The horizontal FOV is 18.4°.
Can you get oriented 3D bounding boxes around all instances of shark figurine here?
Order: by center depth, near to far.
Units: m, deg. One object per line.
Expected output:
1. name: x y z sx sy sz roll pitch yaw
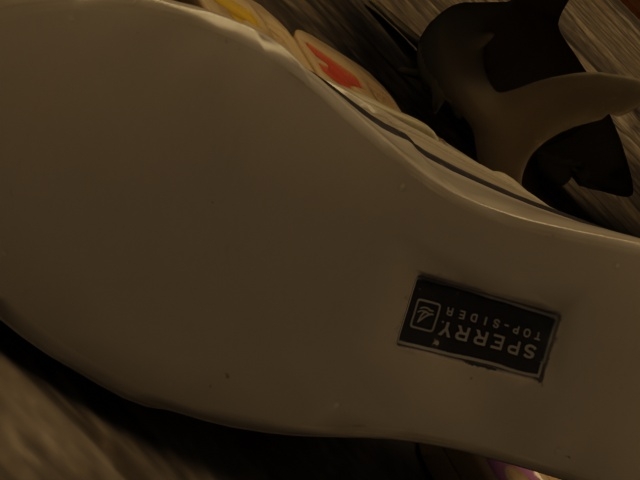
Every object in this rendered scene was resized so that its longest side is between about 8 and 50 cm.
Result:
1. shark figurine: 0.099 -0.094 0.935 0.166 0.116 0.278 46 11 6

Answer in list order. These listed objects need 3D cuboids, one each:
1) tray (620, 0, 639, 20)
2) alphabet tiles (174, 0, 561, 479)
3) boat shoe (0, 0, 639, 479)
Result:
1. tray: 0.248 -0.073 0.939 0.411 0.076 0.203 41 20 -17
2. alphabet tiles: 0.038 0.013 0.723 0.278 0.021 0.284 25 27 -49
3. boat shoe: 0.000 0.000 0.535 0.267 0.096 0.088 15 3 -30
